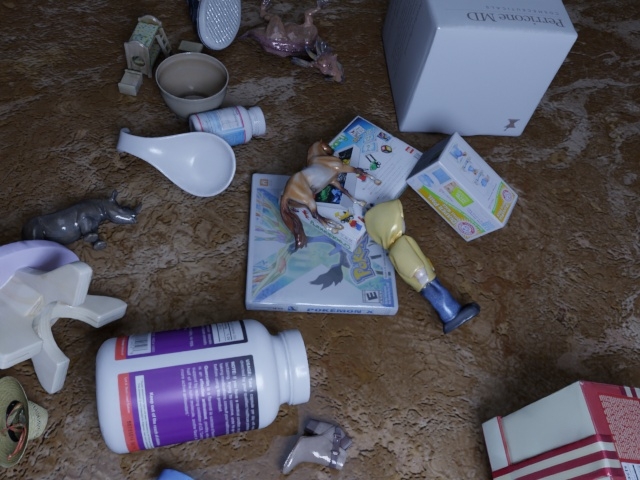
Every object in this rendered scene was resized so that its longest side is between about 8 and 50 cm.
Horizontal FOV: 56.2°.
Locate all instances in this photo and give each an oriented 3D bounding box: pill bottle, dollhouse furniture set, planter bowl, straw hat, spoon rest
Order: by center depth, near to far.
[{"bbox_3d":[-0.476,0.289,0.963,0.061,0.144,0.144,13,41,-52],"label":"straw hat"},{"bbox_3d":[-0.188,0.230,0.980,0.323,0.181,0.181,-6,57,-13],"label":"pill bottle"},{"bbox_3d":[-0.316,-0.181,1.288,0.277,0.084,0.137,16,98,7],"label":"spoon rest"},{"bbox_3d":[-0.212,-0.259,1.367,0.160,0.087,0.087,-16,60,-19],"label":"pill bottle"},{"bbox_3d":[-0.296,-0.344,1.399,0.162,0.109,0.162,4,56,-6],"label":"planter bowl"},{"bbox_3d":[-0.387,-0.442,1.456,0.161,0.101,0.181,11,55,-2],"label":"dollhouse furniture set"}]

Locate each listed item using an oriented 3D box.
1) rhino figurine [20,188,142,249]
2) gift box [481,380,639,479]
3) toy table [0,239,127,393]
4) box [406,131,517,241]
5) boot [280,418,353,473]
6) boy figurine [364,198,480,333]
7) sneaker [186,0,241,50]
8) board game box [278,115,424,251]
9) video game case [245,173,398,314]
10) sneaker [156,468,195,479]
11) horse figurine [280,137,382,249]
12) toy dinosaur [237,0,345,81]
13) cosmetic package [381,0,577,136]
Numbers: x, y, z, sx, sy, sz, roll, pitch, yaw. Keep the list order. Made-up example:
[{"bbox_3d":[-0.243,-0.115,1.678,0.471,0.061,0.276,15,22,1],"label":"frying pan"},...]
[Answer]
[{"bbox_3d":[-0.467,-0.033,1.182,0.243,0.073,0.106,-26,66,-26],"label":"rhino figurine"},{"bbox_3d":[0.435,0.387,0.932,0.277,0.258,0.255,17,51,-21],"label":"gift box"},{"bbox_3d":[-0.471,0.117,0.991,0.161,0.252,0.274,30,35,17],"label":"toy table"},{"bbox_3d":[0.305,-0.111,1.288,0.203,0.114,0.103,42,57,-11],"label":"box"},{"bbox_3d":[-0.001,0.359,1.006,0.087,0.042,0.118,30,57,9],"label":"boot"},{"bbox_3d":[0.194,0.045,1.182,0.092,0.177,0.285,-37,78,13],"label":"boy figurine"},{"bbox_3d":[-0.289,-0.631,1.596,0.128,0.126,0.320,-11,63,37],"label":"sneaker"},{"bbox_3d":[0.076,-0.133,1.304,0.193,0.053,0.305,34,57,13],"label":"board game box"},{"bbox_3d":[0.000,0.000,1.254,0.300,0.036,0.328,3,56,-7],"label":"video game case"},{"bbox_3d":[-0.169,0.442,0.897,0.232,0.081,0.090,32,50,12],"label":"sneaker"},{"bbox_3d":[0.000,-0.101,1.198,0.175,0.066,0.263,36,56,8],"label":"horse figurine"},{"bbox_3d":[-0.078,-0.514,1.548,0.296,0.127,0.200,4,62,1],"label":"toy dinosaur"},{"bbox_3d":[0.361,-0.511,1.485,0.330,0.327,0.393,0,57,-9],"label":"cosmetic package"}]
